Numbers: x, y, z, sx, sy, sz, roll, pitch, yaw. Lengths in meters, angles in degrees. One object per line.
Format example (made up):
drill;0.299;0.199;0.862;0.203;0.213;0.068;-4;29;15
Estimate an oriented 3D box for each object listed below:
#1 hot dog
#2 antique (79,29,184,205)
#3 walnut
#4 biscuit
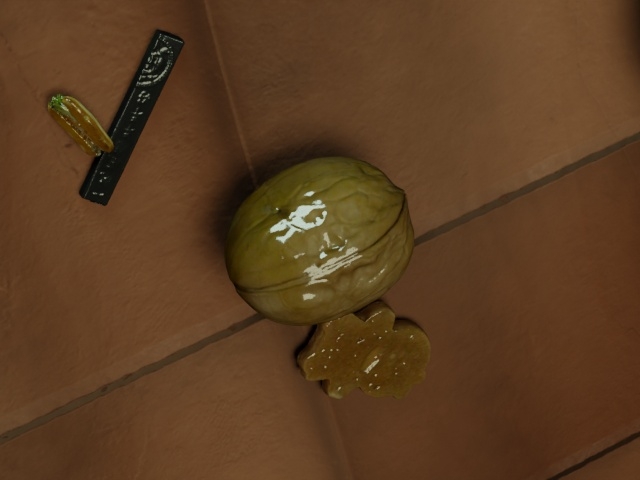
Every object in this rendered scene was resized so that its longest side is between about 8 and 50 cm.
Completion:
hot dog;-0.233;-0.114;1.510;0.037;0.021;0.083;-13;133;28
antique;-0.188;-0.119;1.538;0.031;0.015;0.192;14;113;-35
walnut;0.000;0.000;1.629;0.207;0.167;0.167;-28;130;-7
biscuit;0.057;0.130;1.836;0.184;0.027;0.133;3;119;-32
